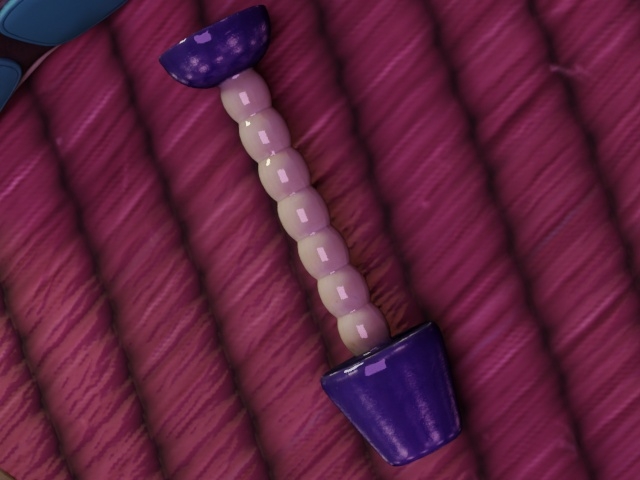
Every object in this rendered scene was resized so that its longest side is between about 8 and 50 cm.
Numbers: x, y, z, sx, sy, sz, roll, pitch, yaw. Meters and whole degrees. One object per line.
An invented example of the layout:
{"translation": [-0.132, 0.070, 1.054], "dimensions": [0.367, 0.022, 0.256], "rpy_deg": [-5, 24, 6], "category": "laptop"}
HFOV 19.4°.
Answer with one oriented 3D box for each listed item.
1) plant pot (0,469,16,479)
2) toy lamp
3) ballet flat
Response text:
{"translation": [-0.296, 0.270, 1.088], "dimensions": [0.256, 0.274, 0.256], "rpy_deg": [2, 97, 13], "category": "plant pot"}
{"translation": [0.000, 0.000, 1.084], "dimensions": [0.080, 0.080, 0.275], "rpy_deg": [-27, 92, 15], "category": "toy lamp"}
{"translation": [-0.193, -0.134, 1.114], "dimensions": [0.248, 0.086, 0.086], "rpy_deg": [-42, 87, 16], "category": "ballet flat"}
